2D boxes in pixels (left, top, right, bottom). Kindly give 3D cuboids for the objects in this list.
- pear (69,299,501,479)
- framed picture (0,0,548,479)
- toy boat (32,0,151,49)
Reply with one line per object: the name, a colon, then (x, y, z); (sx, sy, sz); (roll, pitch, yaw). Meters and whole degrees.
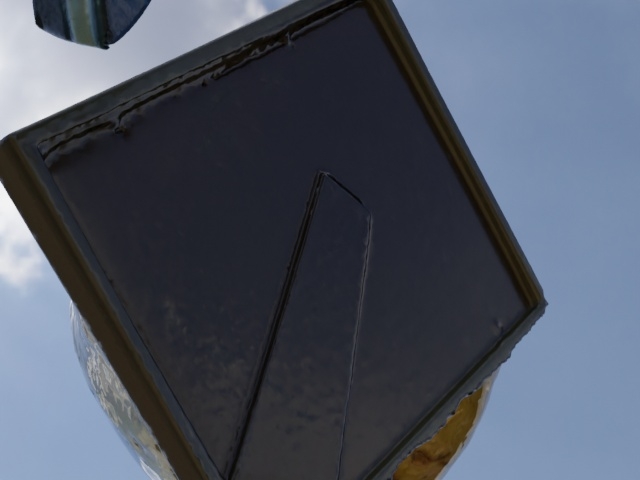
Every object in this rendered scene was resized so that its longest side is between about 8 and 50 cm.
pear: (-0.017, 0.040, 0.865); (0.271, 0.271, 0.271); (-6, -43, -5)
framed picture: (-0.001, 0.000, 0.631); (0.018, 0.265, 0.192); (-25, -83, 37)
toy boat: (-0.126, -0.238, 0.918); (0.061, 0.299, 0.096); (-6, -29, 20)
